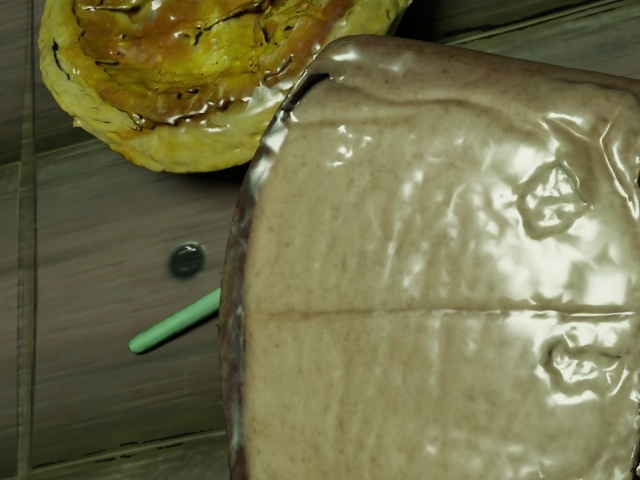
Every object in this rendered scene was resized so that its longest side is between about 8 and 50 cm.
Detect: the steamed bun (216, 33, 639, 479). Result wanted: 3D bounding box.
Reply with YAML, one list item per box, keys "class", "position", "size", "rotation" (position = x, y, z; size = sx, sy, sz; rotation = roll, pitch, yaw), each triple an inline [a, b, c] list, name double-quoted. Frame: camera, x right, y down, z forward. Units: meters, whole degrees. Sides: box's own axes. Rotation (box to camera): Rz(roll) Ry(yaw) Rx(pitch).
- class: "steamed bun"
  position: [0.088, 0.051, 0.722]
  size: [0.251, 0.199, 0.301]
  rotation: [7, 90, 29]

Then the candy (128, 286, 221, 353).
- class: "candy"
  position: [0.000, 0.000, 0.858]
  size: [0.305, 0.083, 0.091]
  rotation: [-31, 16, 12]

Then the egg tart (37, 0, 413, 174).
- class: "egg tart"
  position: [-0.061, -0.166, 0.936]
  size: [0.290, 0.115, 0.290]
  rotation: [-10, 60, 18]
